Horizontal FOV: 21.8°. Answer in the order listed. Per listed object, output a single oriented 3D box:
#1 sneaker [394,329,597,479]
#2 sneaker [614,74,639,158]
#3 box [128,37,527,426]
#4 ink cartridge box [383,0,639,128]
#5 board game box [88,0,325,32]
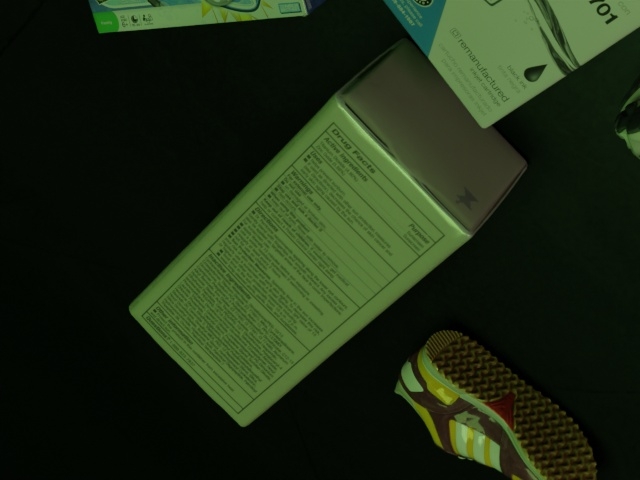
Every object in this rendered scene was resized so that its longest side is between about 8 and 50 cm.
[{"bbox_3d":[0.143,0.156,1.355,0.185,0.069,0.084,45,140,8],"label":"sneaker"},{"bbox_3d":[0.324,-0.109,1.077,0.110,0.107,0.275,41,138,-22],"label":"sneaker"},{"bbox_3d":[0.000,0.000,1.303,0.148,0.121,0.311,47,131,-2],"label":"box"},{"bbox_3d":[0.150,-0.187,1.127,0.139,0.082,0.191,51,132,-6],"label":"ink cartridge box"},{"bbox_3d":[-0.103,-0.235,1.279,0.201,0.035,0.136,-1,117,32],"label":"board game box"}]
